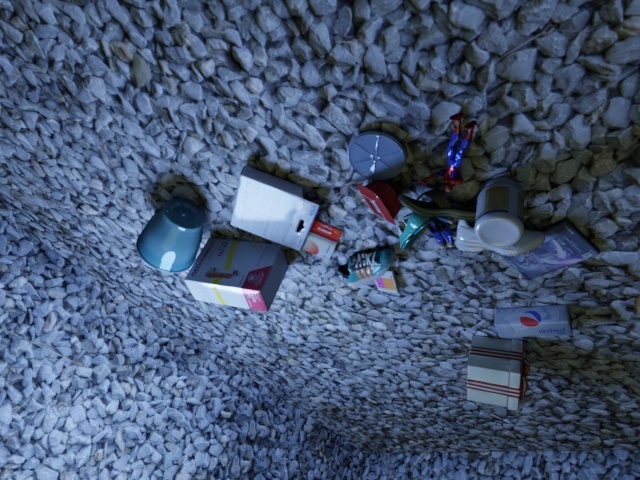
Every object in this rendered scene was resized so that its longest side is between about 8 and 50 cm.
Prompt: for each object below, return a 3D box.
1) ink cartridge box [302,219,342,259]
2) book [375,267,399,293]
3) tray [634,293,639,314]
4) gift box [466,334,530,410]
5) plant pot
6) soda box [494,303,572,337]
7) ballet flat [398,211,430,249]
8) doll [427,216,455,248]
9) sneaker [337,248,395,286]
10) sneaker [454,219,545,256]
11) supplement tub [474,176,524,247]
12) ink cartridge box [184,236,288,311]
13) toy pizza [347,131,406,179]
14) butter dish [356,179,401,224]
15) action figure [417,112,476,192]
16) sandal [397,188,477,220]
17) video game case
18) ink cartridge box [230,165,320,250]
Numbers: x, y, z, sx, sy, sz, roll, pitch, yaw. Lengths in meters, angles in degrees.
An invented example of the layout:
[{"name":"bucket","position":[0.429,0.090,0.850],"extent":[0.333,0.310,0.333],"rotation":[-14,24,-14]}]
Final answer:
[{"name":"ink cartridge box","position":[0.000,0.000,1.952],"extent":[0.145,0.045,0.179],"rotation":[23,144,-3]},{"name":"book","position":[0.288,0.174,2.036],"extent":[0.096,0.035,0.144],"rotation":[3,137,26]},{"name":"tray","position":[1.360,0.224,1.584],"extent":[0.411,0.076,0.203],"rotation":[13,141,11]},{"name":"gift box","position":[0.820,0.581,2.107],"extent":[0.258,0.276,0.255],"rotation":[5,125,25]},{"name":"plant pot","position":[-0.645,-0.041,2.041],"extent":[0.272,0.271,0.255],"rotation":[30,125,-11]},{"name":"soda box","position":[0.883,0.338,1.912],"extent":[0.286,0.091,0.098],"rotation":[-9,132,32]},{"name":"ballet flat","position":[0.337,-0.049,1.715],"extent":[0.087,0.083,0.247],"rotation":[54,160,14]},{"name":"doll","position":[0.434,-0.054,1.693],"extent":[0.129,0.046,0.189],"rotation":[-13,125,47]},{"name":"sneaker","position":[0.185,0.104,1.938],"extent":[0.121,0.108,0.302],"rotation":[31,142,-18]},{"name":"sneaker","position":[0.618,-0.022,1.597],"extent":[0.297,0.111,0.129],"rotation":[2,116,22]},{"name":"supplement tub","position":[0.573,-0.092,1.466],"extent":[0.144,0.199,0.144],"rotation":[13,140,11]},{"name":"ink cartridge box","position":[-0.381,0.148,2.104],"extent":[0.385,0.279,0.160],"rotation":[6,138,18]},{"name":"toy pizza","position":[0.189,-0.287,1.544],"extent":[0.201,0.032,0.201],"rotation":[12,141,10]},{"name":"butter dish","position":[0.229,-0.156,1.622],"extent":[0.160,0.118,0.160],"rotation":[52,175,-32]},{"name":"action figure","position":[0.391,-0.241,1.428],"extent":[0.091,0.139,0.280],"rotation":[48,158,36]},{"name":"sandal","position":[0.406,-0.132,1.568],"extent":[0.303,0.120,0.086],"rotation":[6,112,-10]},{"name":"video game case","position":[0.812,0.039,1.652],"extent":[0.196,0.026,0.274],"rotation":[36,138,-18]},{"name":"ink cartridge box","position":[-0.188,-0.122,1.876],"extent":[0.330,0.071,0.324],"rotation":[21,141,-5]}]
